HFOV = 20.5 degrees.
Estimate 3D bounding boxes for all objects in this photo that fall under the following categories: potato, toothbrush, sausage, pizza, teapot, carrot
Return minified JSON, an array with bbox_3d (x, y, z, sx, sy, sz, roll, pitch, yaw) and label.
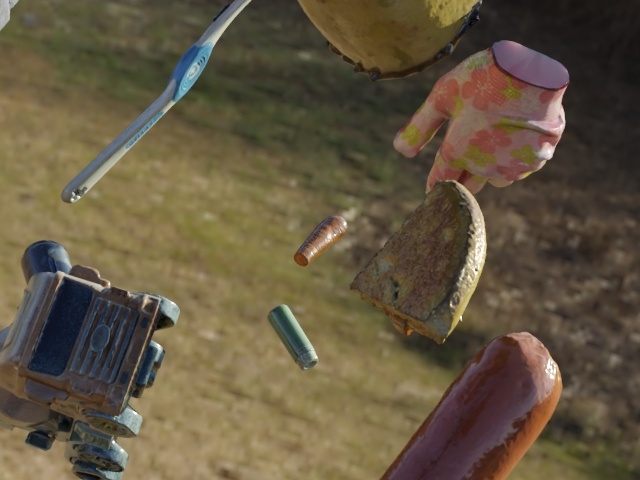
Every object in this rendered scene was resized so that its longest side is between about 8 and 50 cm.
[{"bbox_3d":[0.048,-0.317,1.684,0.242,0.285,0.242,16,-17,5],"label":"potato"},{"bbox_3d":[-0.154,-0.185,1.966,0.040,0.386,0.040,45,0,0],"label":"toothbrush"},{"bbox_3d":[0.162,0.213,1.899,0.113,0.259,0.113,37,-6,5],"label":"sausage"},{"bbox_3d":[0.092,0.024,1.546,0.046,0.134,0.175,43,47,-30],"label":"pizza"},{"bbox_3d":[-0.266,0.037,1.776,0.049,0.063,0.083,7,47,-40],"label":"teapot"},{"bbox_3d":[0.000,0.000,2.152,0.032,0.032,0.093,26,44,20],"label":"carrot"}]

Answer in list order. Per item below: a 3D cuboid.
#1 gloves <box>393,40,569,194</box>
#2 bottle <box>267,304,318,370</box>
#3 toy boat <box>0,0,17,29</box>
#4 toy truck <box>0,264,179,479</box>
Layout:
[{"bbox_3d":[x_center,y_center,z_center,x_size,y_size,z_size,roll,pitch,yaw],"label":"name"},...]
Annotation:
[{"bbox_3d":[0.178,-0.110,1.963,0.145,0.241,0.126,4,43,-24],"label":"gloves"},{"bbox_3d":[-0.033,0.118,2.152,0.030,0.030,0.083,-9,56,-43],"label":"bottle"},{"bbox_3d":[-0.198,-0.231,1.184,0.078,0.127,0.283,33,70,4],"label":"toy boat"},{"bbox_3d":[-0.197,0.102,1.347,0.140,0.257,0.108,20,69,-4],"label":"toy truck"}]
